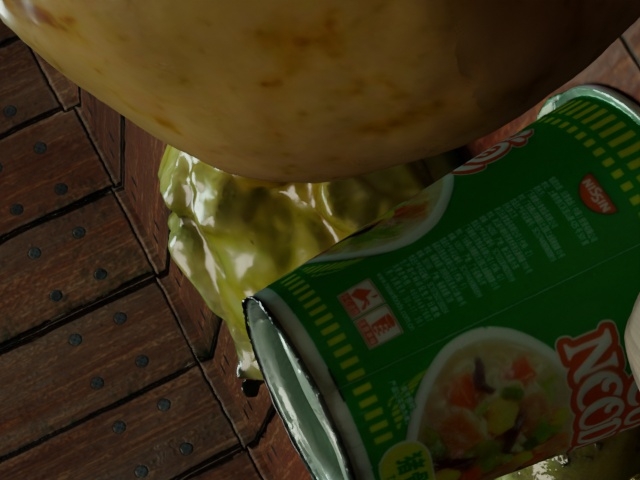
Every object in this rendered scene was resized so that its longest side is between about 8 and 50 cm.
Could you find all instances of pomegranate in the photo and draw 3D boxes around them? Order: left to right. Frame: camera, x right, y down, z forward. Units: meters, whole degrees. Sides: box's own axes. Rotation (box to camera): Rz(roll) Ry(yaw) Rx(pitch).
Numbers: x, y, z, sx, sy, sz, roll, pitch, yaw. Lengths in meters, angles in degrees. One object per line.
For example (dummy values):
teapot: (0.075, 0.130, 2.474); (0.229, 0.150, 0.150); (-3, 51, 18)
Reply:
pomegranate: (0.001, -0.203, 0.646); (0.342, 0.342, 0.342); (58, 166, 24)

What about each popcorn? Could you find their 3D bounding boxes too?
popcorn: (0.000, 0.000, 1.254); (0.286, 0.215, 0.252); (64, 162, -15)

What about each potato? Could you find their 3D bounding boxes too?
potato: (0.173, 0.167, 1.139); (0.188, 0.105, 0.085); (99, 164, -47)

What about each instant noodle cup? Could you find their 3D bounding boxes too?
instant noodle cup: (0.088, 0.048, 0.935); (0.207, 0.233, 0.207); (59, 167, 23)

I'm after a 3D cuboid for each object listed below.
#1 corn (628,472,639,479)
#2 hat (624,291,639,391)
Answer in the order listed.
corn: (0.244, 0.187, 0.911); (0.106, 0.106, 0.293); (67, 170, -13)
hat: (0.186, 0.018, 0.721); (0.226, 0.164, 0.219); (47, 176, -30)
